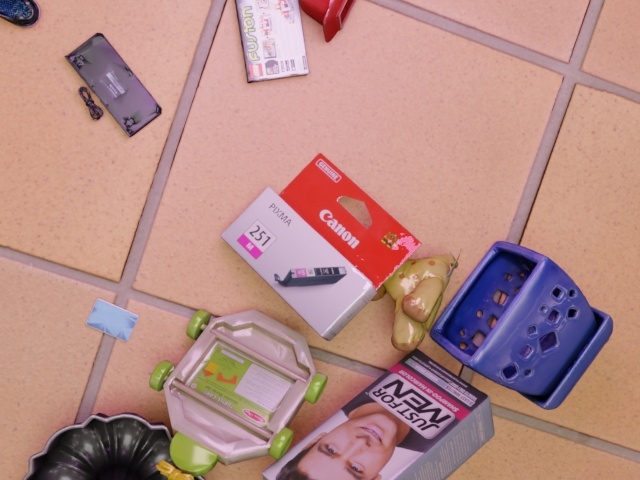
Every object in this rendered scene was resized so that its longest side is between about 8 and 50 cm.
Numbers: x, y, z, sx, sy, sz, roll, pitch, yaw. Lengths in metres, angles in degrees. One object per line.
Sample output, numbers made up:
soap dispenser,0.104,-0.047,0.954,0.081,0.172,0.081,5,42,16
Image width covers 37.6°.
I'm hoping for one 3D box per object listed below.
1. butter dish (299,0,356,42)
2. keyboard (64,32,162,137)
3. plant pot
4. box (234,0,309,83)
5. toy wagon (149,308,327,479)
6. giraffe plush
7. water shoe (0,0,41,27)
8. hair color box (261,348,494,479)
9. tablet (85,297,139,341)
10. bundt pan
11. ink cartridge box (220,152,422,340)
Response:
butter dish,0.005,-0.450,1.643,0.118,0.160,0.159,27,90,4
keyboard,-0.377,-0.267,1.667,0.108,0.023,0.180,-39,98,-9
plant pot,0.370,0.161,1.700,0.212,0.236,0.236,36,89,-15
box,-0.091,-0.394,1.687,0.114,0.036,0.206,-9,96,-7
toy wagon,-0.163,0.279,1.630,0.267,0.068,0.344,27,60,14
giraffe plush,0.138,0.074,1.705,0.171,0.181,0.210,25,102,12
water shoe,-0.575,-0.430,1.597,0.203,0.080,0.072,22,91,-9
hair color box,0.106,0.370,1.631,0.374,0.185,0.113,-36,133,-24
tablet,-0.378,0.145,1.707,0.083,0.006,0.054,25,91,-10
bundt pan,-0.365,0.453,1.675,0.331,0.124,0.330,-1,95,-8
ink cartridge box,0.000,0.000,1.657,0.239,0.060,0.275,-46,68,-1
